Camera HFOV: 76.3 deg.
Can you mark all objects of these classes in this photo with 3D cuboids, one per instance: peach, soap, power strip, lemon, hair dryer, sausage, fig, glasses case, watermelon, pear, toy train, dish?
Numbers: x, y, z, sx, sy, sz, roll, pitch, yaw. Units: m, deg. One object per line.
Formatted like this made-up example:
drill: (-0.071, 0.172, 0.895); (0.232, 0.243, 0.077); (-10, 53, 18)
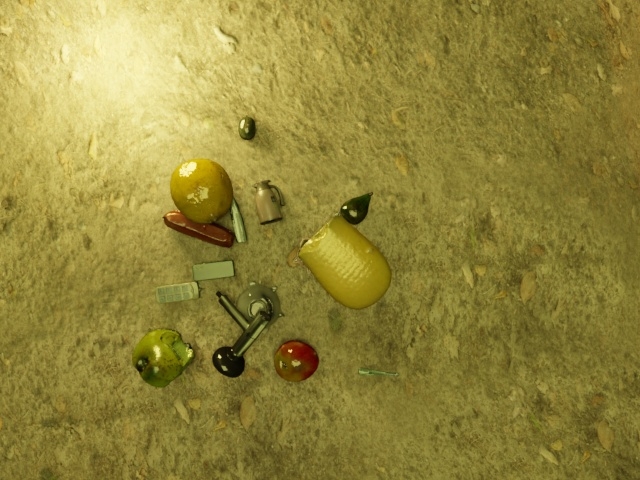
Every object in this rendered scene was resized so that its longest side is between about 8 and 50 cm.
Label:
peach: (-0.108, 0.543, 1.847); (0.190, 0.192, 0.190); (-3, 85, 34)
soap: (0.126, 0.114, 1.855); (0.306, 0.115, 0.427); (-43, 96, -3)
power strip: (-0.641, 0.236, 1.851); (0.226, 0.029, 0.080); (-8, 91, -4)
lemon: (-0.502, -0.206, 1.737); (0.257, 0.258, 0.310); (-26, 71, -3)
hair dryer: (-0.378, 0.390, 1.816); (0.284, 0.155, 0.320); (40, 105, 37)
sausage: (-0.541, -0.053, 1.823); (0.330, 0.102, 0.102); (21, 89, -3)
fig: (0.176, -0.154, 1.869); (0.117, 0.117, 0.177); (46, 74, -3)
glasses case: (-0.485, 0.137, 1.855); (0.184, 0.039, 0.078); (-7, 91, -3)
watermelon: (-0.332, -0.509, 1.843); (0.078, 0.078, 0.111); (5, 89, -4)
pear: (-0.688, 0.491, 1.742); (0.164, 0.255, 0.238); (-45, 88, -1)
toy train: (-0.381, -0.115, 1.852); (0.048, 0.055, 0.252); (-12, 92, -3)
dish: (-0.273, 0.301, 1.847); (0.228, 0.086, 0.236); (-38, 93, -3)

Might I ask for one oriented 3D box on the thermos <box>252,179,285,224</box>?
thermos: (-0.232, -0.179, 1.849); (0.137, 0.105, 0.193); (-13, 84, -29)

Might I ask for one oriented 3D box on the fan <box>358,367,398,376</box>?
fan: (0.274, 0.624, 1.920); (0.193, 0.016, 0.038); (5, 88, -3)

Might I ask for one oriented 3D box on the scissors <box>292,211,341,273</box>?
scissors: (0.000, 0.000, 1.894); (0.160, 0.024, 0.318); (36, 89, -1)
